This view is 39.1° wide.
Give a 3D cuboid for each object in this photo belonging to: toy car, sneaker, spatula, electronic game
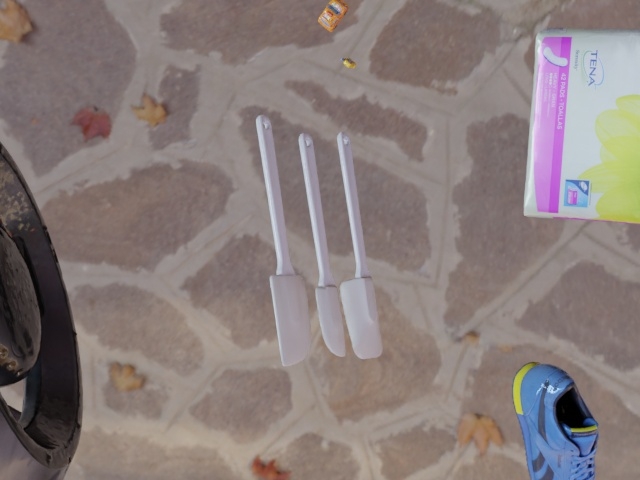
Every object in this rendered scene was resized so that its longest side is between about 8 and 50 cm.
[{"bbox_3d":[0.040,-0.368,1.596,0.060,0.040,0.122,-32,93,22],"label":"toy car"},{"bbox_3d":[0.278,0.236,1.013,0.082,0.069,0.209,15,128,61],"label":"sneaker"},{"bbox_3d":[0.000,0.000,0.898,0.019,0.168,0.242,-17,77,41],"label":"spatula"},{"bbox_3d":[-0.178,0.033,0.474,0.048,0.229,0.229,-16,110,-2],"label":"electronic game"}]

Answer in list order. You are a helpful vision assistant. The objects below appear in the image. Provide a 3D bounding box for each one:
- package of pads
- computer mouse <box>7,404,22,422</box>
[{"bbox_3d":[0.442,-0.176,1.389,0.229,0.101,0.296,5,102,19],"label":"package of pads"},{"bbox_3d":[-0.197,0.223,0.705,0.262,0.184,0.060,37,97,-33],"label":"computer mouse"}]
